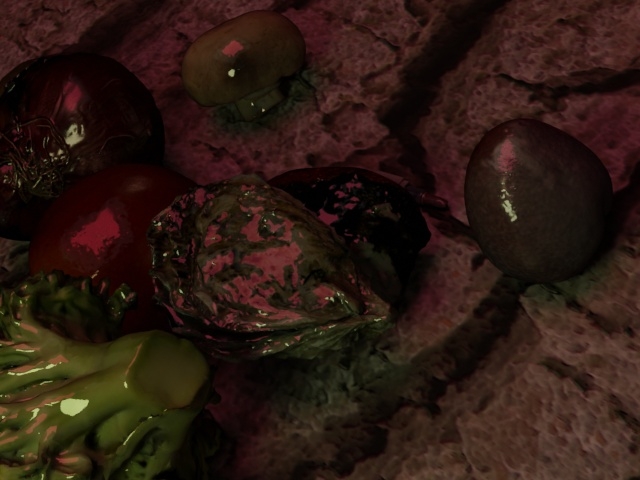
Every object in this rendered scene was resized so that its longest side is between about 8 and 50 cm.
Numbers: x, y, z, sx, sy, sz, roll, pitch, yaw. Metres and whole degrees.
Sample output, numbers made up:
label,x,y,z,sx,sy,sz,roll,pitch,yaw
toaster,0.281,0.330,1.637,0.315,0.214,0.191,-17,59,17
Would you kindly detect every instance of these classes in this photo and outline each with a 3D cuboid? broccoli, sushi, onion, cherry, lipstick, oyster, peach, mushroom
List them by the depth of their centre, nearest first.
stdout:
label,x,y,z,sx,sy,sz,roll,pitch,yaw
broccoli,-0.235,0.192,1.703,0.324,0.334,0.272,-55,18,-17
cherry,0.220,-0.039,1.806,0.140,0.176,0.176,-27,29,48
oyster,-0.065,0.044,1.811,0.198,0.112,0.268,-39,59,-6
sushi,0.000,0.000,1.921,0.225,0.136,0.126,6,49,36
peach,-0.212,0.023,1.980,0.243,0.199,0.243,-9,47,10
lipstick,0.103,-0.054,2.006,0.107,0.025,0.025,18,57,36
onion,-0.325,-0.107,2.191,0.281,0.221,0.281,-36,10,7
mushroom,-0.097,-0.224,2.246,0.166,0.127,0.166,-20,16,6

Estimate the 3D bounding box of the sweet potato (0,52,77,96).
label,x,y,z,sx,sy,sz,roll,pitch,yaw
sweet potato,-0.426,-0.203,2.468,0.269,0.075,0.075,-34,38,1
